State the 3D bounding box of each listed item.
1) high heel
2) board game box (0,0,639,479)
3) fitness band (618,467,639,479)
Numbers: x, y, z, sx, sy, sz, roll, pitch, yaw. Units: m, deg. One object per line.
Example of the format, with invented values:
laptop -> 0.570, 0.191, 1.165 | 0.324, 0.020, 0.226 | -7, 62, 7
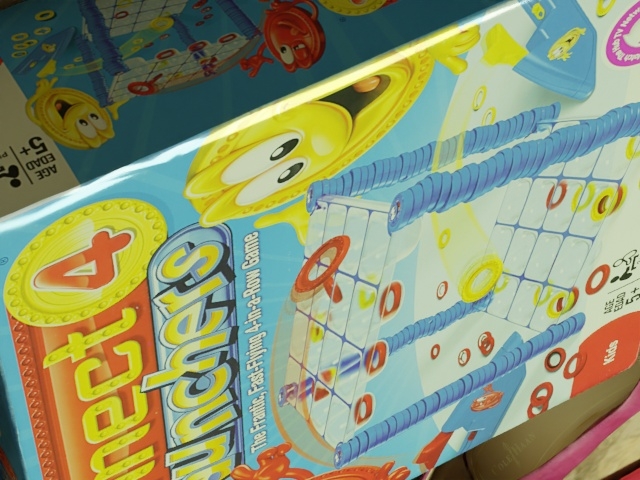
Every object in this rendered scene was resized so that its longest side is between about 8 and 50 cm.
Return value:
high heel -> 0.116, 0.071, 1.003 | 0.117, 0.082, 0.244 | -29, 163, -30
board game box -> 0.000, 0.000, 0.792 | 0.302, 0.086, 0.308 | -25, 147, -17
fitness band -> 0.277, 0.217, 1.225 | 0.291, 0.209, 0.054 | -24, 150, -17
